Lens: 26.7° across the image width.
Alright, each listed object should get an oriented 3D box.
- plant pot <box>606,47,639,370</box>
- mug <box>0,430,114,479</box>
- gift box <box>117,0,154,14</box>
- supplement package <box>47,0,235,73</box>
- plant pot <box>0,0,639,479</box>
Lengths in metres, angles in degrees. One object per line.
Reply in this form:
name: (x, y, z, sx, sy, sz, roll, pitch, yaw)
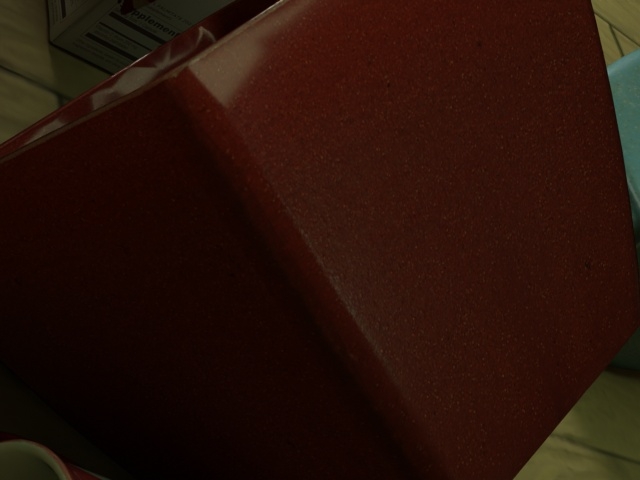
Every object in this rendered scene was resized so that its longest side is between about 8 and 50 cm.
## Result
plant pot: (0.294, -0.033, 1.193, 0.252, 0.248, 0.247, 1, 59, -37)
mug: (-0.081, 0.147, 0.591, 0.169, 0.113, 0.150, 30, 40, -43)
gift box: (-0.145, -0.285, 0.695, 0.258, 0.276, 0.255, 47, 49, -61)
supplement package: (-0.047, -0.198, 0.943, 0.262, 0.145, 0.204, 25, 42, -43)
plant pot: (0.000, 0.000, 0.659, 0.267, 0.267, 0.235, -41, 106, -39)
